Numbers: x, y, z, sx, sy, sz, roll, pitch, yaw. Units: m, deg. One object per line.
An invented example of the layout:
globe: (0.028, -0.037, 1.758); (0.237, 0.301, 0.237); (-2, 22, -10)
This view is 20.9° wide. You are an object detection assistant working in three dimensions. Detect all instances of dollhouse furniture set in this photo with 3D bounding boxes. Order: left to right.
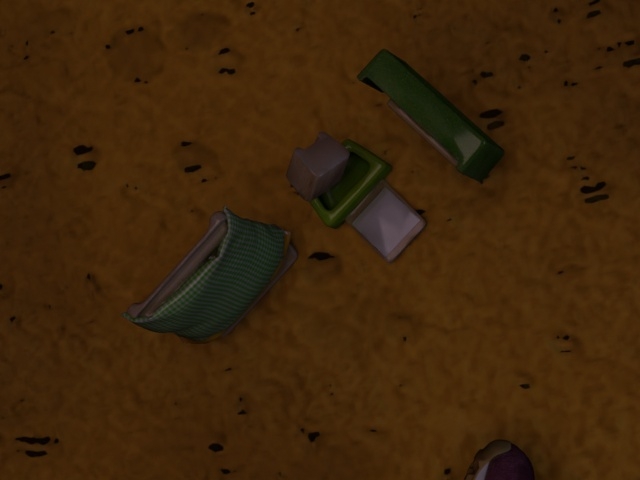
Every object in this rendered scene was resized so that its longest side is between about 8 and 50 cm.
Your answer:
dollhouse furniture set: (0.000, 0.000, 0.694); (0.058, 0.076, 0.151); (45, 99, 16)

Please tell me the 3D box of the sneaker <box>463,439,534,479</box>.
sneaker: (0.090, 0.169, 0.664); (0.084, 0.069, 0.185); (0, 92, 9)
